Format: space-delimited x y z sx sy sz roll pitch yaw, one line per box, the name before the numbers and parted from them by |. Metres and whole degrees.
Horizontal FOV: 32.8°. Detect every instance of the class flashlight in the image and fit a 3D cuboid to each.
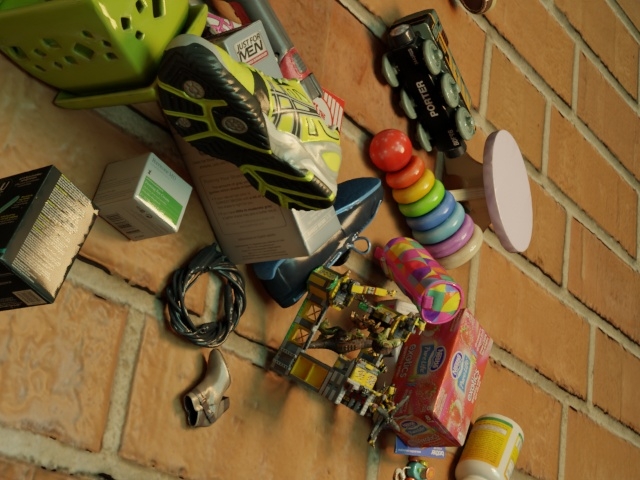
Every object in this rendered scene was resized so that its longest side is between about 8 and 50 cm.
flashlight | -0.111 -0.361 1.908 0.103 0.103 0.304 -35 101 -11

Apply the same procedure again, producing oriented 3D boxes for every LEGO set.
LEGO set | 0.087 0.205 1.945 0.255 0.192 0.331 -57 140 -11

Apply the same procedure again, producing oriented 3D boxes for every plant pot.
plant pot | -0.309 -0.319 1.561 0.207 0.227 0.228 58 43 -39

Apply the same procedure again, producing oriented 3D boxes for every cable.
cable | -0.188 0.102 1.789 0.184 0.047 0.150 -55 131 -46

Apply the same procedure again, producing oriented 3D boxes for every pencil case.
pencil case | 0.193 0.076 2.149 0.104 0.236 0.104 -8 114 -18

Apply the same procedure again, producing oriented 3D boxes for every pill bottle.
pill bottle | 0.364 0.492 2.387 0.117 0.117 0.208 59 42 -28

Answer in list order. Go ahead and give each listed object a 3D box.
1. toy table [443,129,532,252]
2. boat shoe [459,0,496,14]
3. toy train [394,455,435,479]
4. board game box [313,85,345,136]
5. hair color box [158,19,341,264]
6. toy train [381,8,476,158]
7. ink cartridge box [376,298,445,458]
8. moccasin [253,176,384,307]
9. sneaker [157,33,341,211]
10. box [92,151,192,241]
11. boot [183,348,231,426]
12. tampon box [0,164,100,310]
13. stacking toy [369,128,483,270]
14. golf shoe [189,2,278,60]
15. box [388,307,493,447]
toy table | 0.367 -0.102 2.472 0.252 0.161 0.274 14 71 -51
boat shoe | 0.295 -0.671 2.533 0.123 0.123 0.342 -41 113 -40
toy train | 0.210 0.528 2.233 0.125 0.046 0.166 -35 112 -51
board game box | -0.031 -0.203 2.034 0.147 0.045 0.193 26 62 -37
hair color box | -0.126 -0.153 1.795 0.113 0.185 0.374 -42 117 -47
toy train | 0.248 -0.346 2.390 0.334 0.142 0.190 59 32 -28
ink cartridge box | 0.186 0.287 2.235 0.186 0.065 0.311 18 66 -49
moccasin | 0.000 0.000 2.009 0.342 0.138 0.117 -38 119 -34
sneaker | -0.100 -0.189 1.601 0.385 0.145 0.147 44 51 -47
box | -0.271 -0.065 1.654 0.101 0.102 0.087 43 49 -39
boot | -0.186 0.242 1.761 0.087 0.042 0.118 -15 95 -51
tampon box | -0.395 -0.002 1.458 0.101 0.120 0.161 49 47 -36
stacking toy | 0.212 -0.096 2.295 0.330 0.141 0.141 55 44 -26
golf shoe | -0.157 -0.338 1.841 0.186 0.067 0.086 42 53 4
box | 0.232 0.269 2.146 0.122 0.128 0.257 50 48 -33
